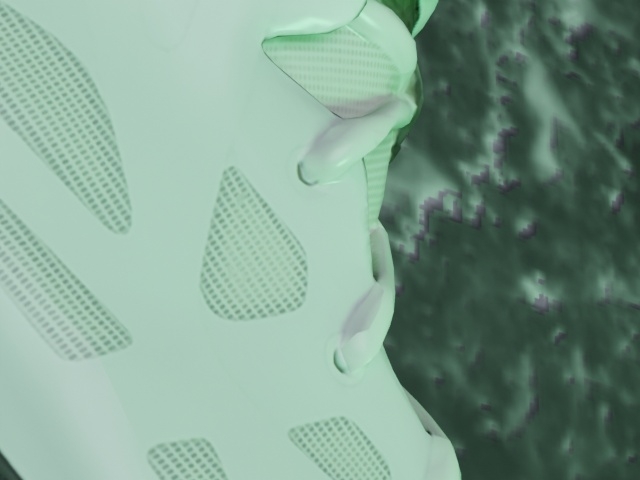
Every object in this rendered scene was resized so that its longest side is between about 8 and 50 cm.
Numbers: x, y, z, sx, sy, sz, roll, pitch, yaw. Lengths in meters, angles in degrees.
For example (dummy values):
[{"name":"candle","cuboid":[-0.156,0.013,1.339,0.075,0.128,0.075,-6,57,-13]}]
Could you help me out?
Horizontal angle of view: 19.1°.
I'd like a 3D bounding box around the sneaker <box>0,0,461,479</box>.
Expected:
[{"name":"sneaker","cuboid":[0.000,0.000,0.404,0.447,0.169,0.257,46,77,-5]}]
